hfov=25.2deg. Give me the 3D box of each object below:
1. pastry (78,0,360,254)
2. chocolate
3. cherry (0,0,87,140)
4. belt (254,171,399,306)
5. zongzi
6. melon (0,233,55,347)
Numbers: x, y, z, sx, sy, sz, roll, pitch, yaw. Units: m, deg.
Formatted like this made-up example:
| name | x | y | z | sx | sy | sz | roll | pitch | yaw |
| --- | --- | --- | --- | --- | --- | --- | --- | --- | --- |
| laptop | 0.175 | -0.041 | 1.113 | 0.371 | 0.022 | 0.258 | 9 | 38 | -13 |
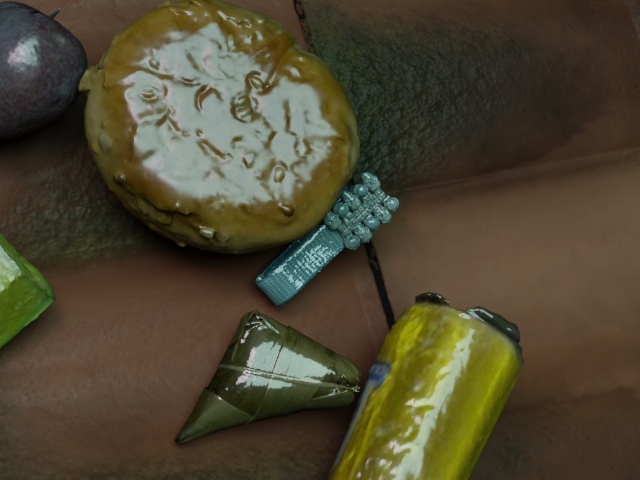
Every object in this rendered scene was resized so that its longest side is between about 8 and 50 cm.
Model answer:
| name | x | y | z | sx | sy | sz | roll | pitch | yaw |
| --- | --- | --- | --- | --- | --- | --- | --- | --- | --- |
| pastry | -0.119 | -0.125 | 1.648 | 0.316 | 0.184 | 0.284 | 32 | 76 | -4 |
| chocolate | 0.076 | 0.277 | 1.567 | 0.162 | 0.162 | 0.445 | 30 | 66 | -4 |
| cherry | -0.345 | -0.189 | 1.620 | 0.140 | 0.176 | 0.176 | 34 | 61 | -33 |
| belt | 0.003 | 0.004 | 1.682 | 0.065 | 0.100 | 0.179 | 48 | 69 | -13 |
| zongzi | -0.052 | 0.184 | 1.609 | 0.160 | 0.078 | 0.176 | 26 | 72 | 6 |
| melon | -0.458 | 0.085 | 1.506 | 0.323 | 0.124 | 0.196 | -42 | 85 | -19 |
